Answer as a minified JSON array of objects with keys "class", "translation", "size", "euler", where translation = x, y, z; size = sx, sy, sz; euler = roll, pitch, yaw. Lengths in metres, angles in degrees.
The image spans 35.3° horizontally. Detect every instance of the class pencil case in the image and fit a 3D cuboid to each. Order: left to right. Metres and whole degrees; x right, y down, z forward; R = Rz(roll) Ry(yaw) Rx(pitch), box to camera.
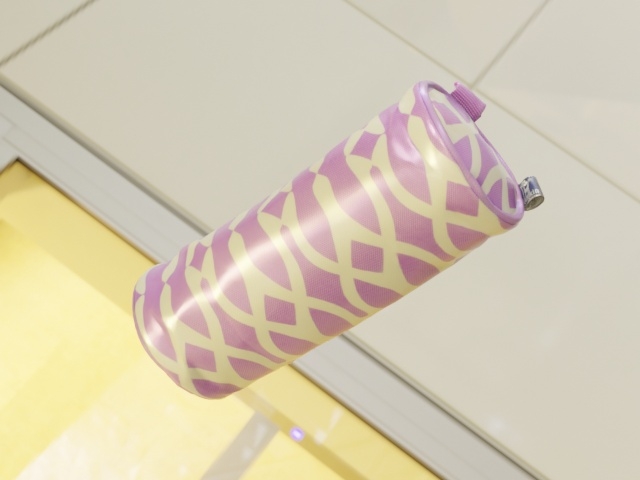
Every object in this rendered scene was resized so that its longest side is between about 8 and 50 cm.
[{"class":"pencil case","translation":[0.000,0.000,0.499],"size":[0.206,0.086,0.088],"euler":[-32,38,21]}]
